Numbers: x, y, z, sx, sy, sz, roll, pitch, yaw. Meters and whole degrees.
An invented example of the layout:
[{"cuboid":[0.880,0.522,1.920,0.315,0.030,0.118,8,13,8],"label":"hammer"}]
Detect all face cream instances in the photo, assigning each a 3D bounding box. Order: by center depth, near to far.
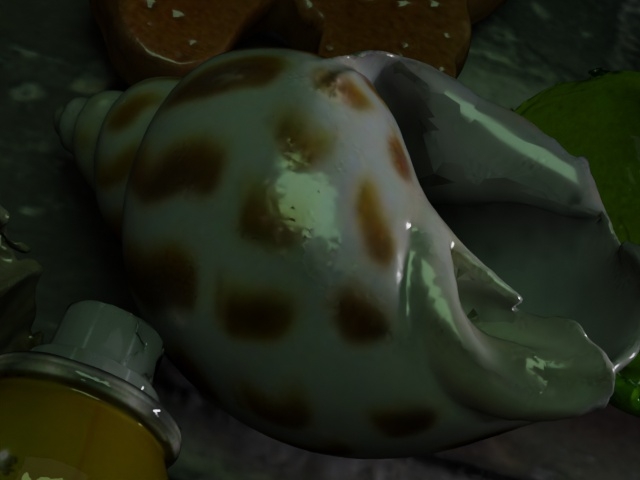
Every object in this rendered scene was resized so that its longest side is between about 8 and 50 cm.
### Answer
[{"cuboid":[-0.132,0.176,0.637,0.105,0.105,0.349,21,59,-3],"label":"face cream"}]

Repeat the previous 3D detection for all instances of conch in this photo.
[{"cuboid":[0.000,0.000,0.785,0.275,0.149,0.183,44,37,9],"label":"conch"}]

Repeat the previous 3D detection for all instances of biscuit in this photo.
[{"cuboid":[0.012,-0.169,0.960,0.202,0.047,0.334,24,53,-2],"label":"biscuit"}]

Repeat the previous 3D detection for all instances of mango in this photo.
[{"cuboid":[0.147,0.002,0.862,0.119,0.100,0.178,-23,65,18],"label":"mango"}]

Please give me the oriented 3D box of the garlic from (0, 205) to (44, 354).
[{"cuboid":[-0.245,-0.007,0.682,0.292,0.210,0.237,29,60,-8],"label":"garlic"}]
